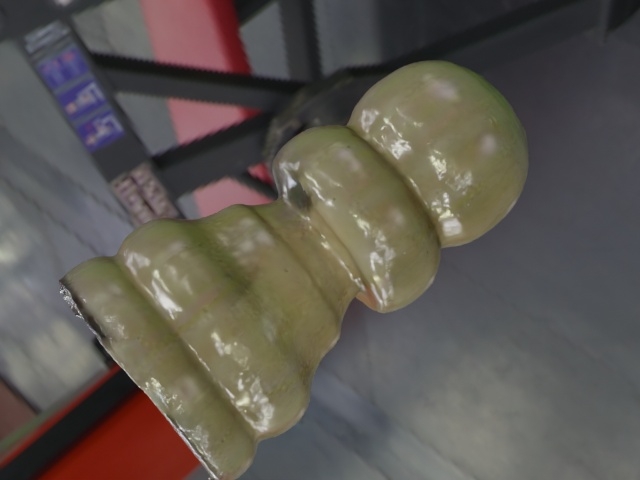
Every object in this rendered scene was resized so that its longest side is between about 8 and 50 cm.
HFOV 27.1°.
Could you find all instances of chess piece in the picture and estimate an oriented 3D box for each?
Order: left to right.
[{"bbox_3d":[0.000,0.000,0.726,0.142,0.261,0.143,50,172,10],"label":"chess piece"}]
